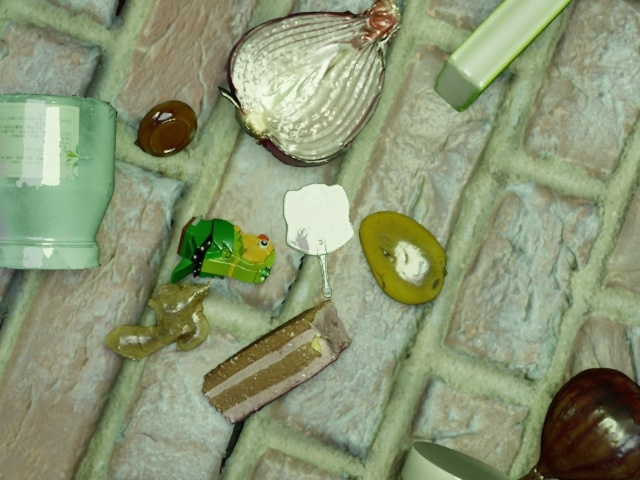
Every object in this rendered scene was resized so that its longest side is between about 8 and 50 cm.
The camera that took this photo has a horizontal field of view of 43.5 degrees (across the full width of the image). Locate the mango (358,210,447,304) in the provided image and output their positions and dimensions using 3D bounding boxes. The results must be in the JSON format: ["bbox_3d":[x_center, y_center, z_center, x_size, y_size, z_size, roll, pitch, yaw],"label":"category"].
[{"bbox_3d":[0.147,0.029,1.468,0.195,0.098,0.137,44,94,5],"label":"mango"}]

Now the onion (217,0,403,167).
[{"bbox_3d":[-0.002,-0.296,1.444,0.349,0.159,0.267,-37,101,-7],"label":"onion"}]

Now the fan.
[{"bbox_3d":[0.000,0.000,1.512,0.132,0.009,0.219,-7,89,1],"label":"fan"}]

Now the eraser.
[{"bbox_3d":[0.330,-0.365,1.415,0.092,0.210,0.274,43,87,2],"label":"eraser"}]

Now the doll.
[{"bbox_3d":[-0.174,0.025,1.459,0.186,0.106,0.134,8,48,-14],"label":"doll"}]

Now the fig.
[{"bbox_3d":[0.461,0.382,1.434,0.217,0.217,0.321,45,110,1],"label":"fig"}]

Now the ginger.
[{"bbox_3d":[-0.298,0.148,1.491,0.214,0.059,0.132,-9,98,2],"label":"ginger"}]

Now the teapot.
[{"bbox_3d":[-0.289,-0.208,1.487,0.129,0.078,0.098,-41,130,12],"label":"teapot"}]

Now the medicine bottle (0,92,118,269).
[{"bbox_3d":[-0.481,-0.096,1.403,0.245,0.245,0.289,0,91,0],"label":"medicine bottle"}]

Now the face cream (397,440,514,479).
[{"bbox_3d":[0.229,0.482,1.402,0.218,0.218,0.179,21,91,1],"label":"face cream"}]

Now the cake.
[{"bbox_3d":[-0.083,0.226,1.469,0.295,0.113,0.116,-35,88,6],"label":"cake"}]
